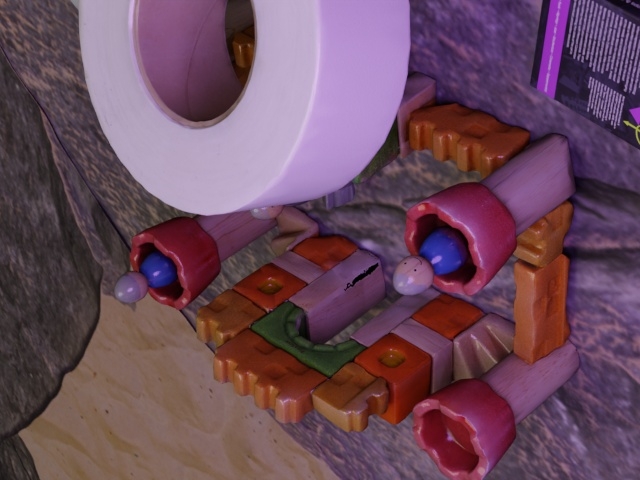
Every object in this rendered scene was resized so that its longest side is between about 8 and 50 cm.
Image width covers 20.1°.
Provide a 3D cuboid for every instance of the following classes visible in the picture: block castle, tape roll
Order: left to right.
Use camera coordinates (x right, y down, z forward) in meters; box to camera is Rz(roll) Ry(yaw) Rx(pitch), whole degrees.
[{"bbox_3d":[-0.064,-0.165,1.398,0.286,0.100,0.286,10,104,45],"label":"tape roll"},{"bbox_3d":[0.000,0.000,1.602,0.453,0.213,0.303,28,138,35],"label":"block castle"}]

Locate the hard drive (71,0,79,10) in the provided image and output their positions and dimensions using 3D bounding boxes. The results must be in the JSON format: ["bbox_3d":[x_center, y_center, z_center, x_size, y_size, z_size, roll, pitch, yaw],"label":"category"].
[{"bbox_3d":[-0.214,-0.353,1.720,0.203,0.040,0.307,50,146,7],"label":"hard drive"}]

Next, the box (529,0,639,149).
[{"bbox_3d":[0.234,-0.129,1.360,0.162,0.029,0.116,36,143,29],"label":"box"}]
